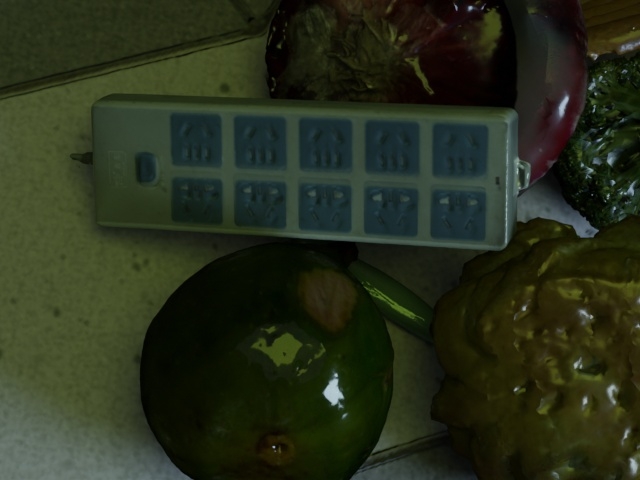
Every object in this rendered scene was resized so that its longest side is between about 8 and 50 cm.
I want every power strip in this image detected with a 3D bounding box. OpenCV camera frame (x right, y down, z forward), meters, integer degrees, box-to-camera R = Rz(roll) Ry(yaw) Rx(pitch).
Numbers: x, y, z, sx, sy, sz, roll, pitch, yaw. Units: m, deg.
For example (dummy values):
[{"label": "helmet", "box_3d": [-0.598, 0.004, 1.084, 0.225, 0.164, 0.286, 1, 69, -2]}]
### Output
[{"label": "power strip", "box_3d": [-0.022, -0.055, 1.494, 0.367, 0.043, 0.106, 3, 104, 16]}]

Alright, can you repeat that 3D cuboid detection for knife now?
[{"label": "knife", "box_3d": [0.000, 0.001, 1.585, 0.293, 0.020, 0.043, 34, 71, 1]}]

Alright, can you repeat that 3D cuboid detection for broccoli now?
[{"label": "broccoli", "box_3d": [0.262, -0.086, 1.613, 0.162, 0.138, 0.146, -49, 123, -30]}]

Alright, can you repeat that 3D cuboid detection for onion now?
[{"label": "onion", "box_3d": [0.102, -0.143, 1.564, 0.272, 0.195, 0.272, 0, 89, 27]}]

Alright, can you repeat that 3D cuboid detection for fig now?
[{"label": "fig", "box_3d": [-0.029, 0.085, 1.485, 0.195, 0.195, 0.245, 27, 36, -3]}]

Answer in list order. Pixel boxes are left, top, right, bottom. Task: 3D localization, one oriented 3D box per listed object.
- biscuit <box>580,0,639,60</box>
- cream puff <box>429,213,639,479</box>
[{"label": "biscuit", "box_3d": [0.250, -0.190, 1.644, 0.224, 0.144, 0.033, -20, 109, -14]}, {"label": "cream puff", "box_3d": [0.202, 0.098, 1.501, 0.244, 0.244, 0.196, 16, 34, -7]}]
